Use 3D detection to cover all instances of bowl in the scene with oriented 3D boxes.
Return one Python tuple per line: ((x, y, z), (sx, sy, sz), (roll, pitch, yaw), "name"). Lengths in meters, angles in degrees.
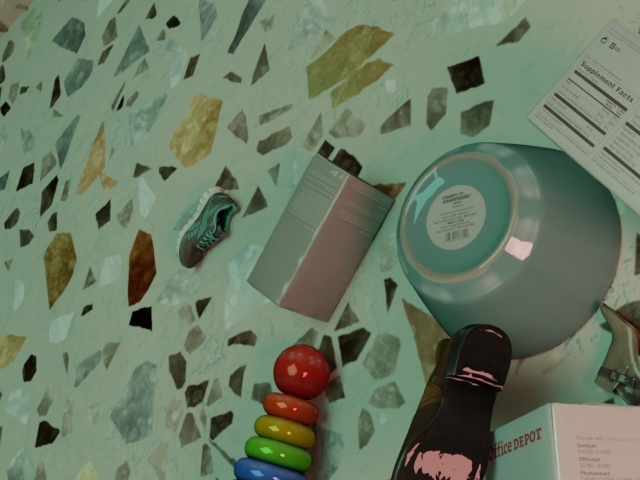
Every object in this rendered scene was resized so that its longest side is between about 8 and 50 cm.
((0.226, -0.008, 1.205), (0.311, 0.163, 0.312), (-17, 63, 36), "bowl")

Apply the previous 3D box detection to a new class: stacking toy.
((-0.066, 0.319, 1.368), (0.141, 0.141, 0.330), (0, 67, 42), "stacking toy")

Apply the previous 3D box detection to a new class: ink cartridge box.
((0.300, 0.321, 0.927), (0.198, 0.197, 0.270), (116, 156, -66), "ink cartridge box")

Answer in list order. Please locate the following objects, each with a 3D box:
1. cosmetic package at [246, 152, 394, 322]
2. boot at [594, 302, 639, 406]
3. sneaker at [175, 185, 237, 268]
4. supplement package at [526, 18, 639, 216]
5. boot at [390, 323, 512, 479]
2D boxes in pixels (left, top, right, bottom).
((0.000, 0.000, 1.432), (0.107, 0.127, 0.238), (37, 97, 44), "cosmetic package")
((0.368, 0.144, 1.098), (0.087, 0.042, 0.118), (-56, 46, 12), "boot")
((-0.213, -0.019, 1.679), (0.076, 0.065, 0.166), (28, 94, 41), "sneaker")
((0.401, -0.094, 1.009), (0.145, 0.262, 0.204), (-51, 47, 15), "supplement package")
((0.136, 0.233, 1.120), (0.280, 0.096, 0.264), (111, 176, -77), "boot")
